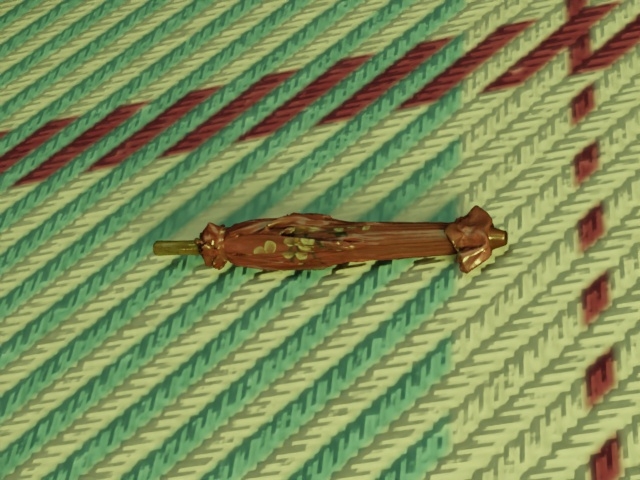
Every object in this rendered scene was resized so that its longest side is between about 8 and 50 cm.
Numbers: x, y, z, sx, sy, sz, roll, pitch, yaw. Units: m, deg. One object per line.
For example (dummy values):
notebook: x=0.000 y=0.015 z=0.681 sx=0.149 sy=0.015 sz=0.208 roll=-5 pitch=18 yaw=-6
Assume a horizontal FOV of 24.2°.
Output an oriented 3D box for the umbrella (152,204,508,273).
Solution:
umbrella: x=0.000 y=0.000 z=0.648 sx=0.165 sy=0.025 sz=0.027 roll=-2 pitch=22 yaw=22
